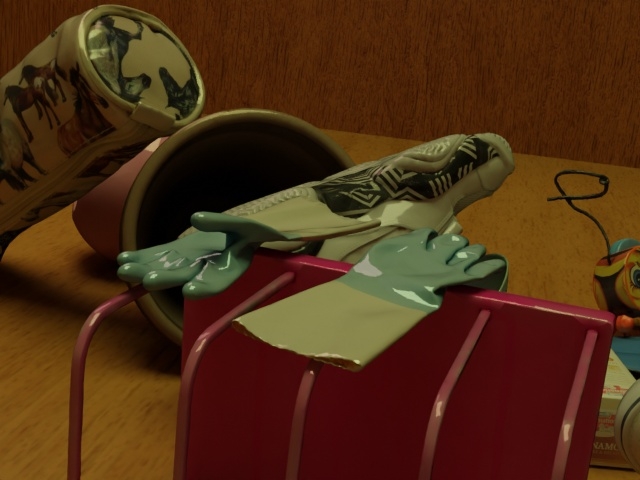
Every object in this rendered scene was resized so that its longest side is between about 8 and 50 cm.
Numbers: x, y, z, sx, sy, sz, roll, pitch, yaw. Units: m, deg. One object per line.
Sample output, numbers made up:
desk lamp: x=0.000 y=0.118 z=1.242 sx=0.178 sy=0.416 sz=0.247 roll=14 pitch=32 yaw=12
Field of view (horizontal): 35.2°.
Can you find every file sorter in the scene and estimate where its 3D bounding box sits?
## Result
file sorter: x=0.011 y=0.138 z=0.622 sx=0.290 sy=0.202 sz=0.182 roll=10 pitch=18 yaw=17

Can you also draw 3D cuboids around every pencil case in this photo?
pencil case: x=-0.312 y=-0.103 z=1.131 sx=0.410 sy=0.183 sz=0.160 roll=-29 pitch=-31 yaw=32

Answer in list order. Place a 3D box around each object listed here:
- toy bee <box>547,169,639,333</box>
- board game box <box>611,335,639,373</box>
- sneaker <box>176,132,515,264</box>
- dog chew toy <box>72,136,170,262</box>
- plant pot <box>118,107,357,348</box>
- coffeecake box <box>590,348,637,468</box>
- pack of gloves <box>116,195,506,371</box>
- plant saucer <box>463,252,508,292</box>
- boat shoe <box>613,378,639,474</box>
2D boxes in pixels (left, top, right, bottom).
toy bee: x=0.391 y=0.060 z=1.245 sx=0.298 sy=0.162 sz=0.195 roll=19 pitch=-25 yaw=-4
board game box: x=0.366 y=0.140 z=1.107 sx=0.133 sy=0.033 sz=0.169 roll=3 pitch=8 yaw=6
sneaker: x=0.054 y=0.034 z=0.945 sx=0.366 sy=0.210 sz=0.137 roll=-21 pitch=5 yaw=-31
dog chew toy: x=-0.155 y=-0.054 z=1.348 sx=0.331 sy=0.207 sz=0.206 roll=9 pitch=12 yaw=-17
plant pot: x=-0.094 y=-0.001 z=1.104 sx=0.263 sy=0.263 sz=0.229 roll=2 pitch=-2 yaw=-16
coffeecake box: x=0.214 y=0.141 z=0.959 sx=0.142 sy=0.068 sz=0.185 roll=6 pitch=14 yaw=-1
pack of gloves: x=0.000 y=0.000 z=0.646 sx=0.195 sy=0.046 sz=0.232 roll=14 pitch=21 yaw=30
plant saucer: x=0.120 y=0.093 z=0.991 sx=0.037 sy=0.195 sz=0.195 roll=46 pitch=10 yaw=-9
boat shoe: x=0.396 y=0.197 z=0.721 sx=0.367 sy=0.136 sz=0.156 roll=18 pitch=19 yaw=9
